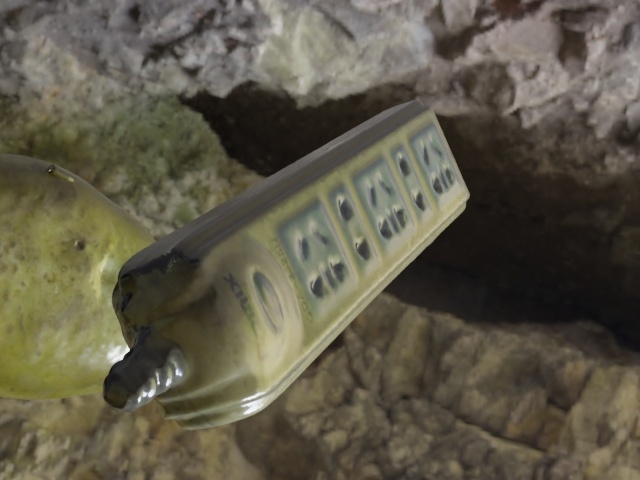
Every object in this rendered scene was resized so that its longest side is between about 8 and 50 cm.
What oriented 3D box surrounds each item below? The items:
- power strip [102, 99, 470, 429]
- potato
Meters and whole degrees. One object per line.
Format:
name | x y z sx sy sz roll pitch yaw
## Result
power strip | 0.000 0.000 0.580 0.066 0.092 0.387 -18 -169 32
potato | -0.239 0.029 0.809 0.228 0.197 0.148 -1 -162 -33
